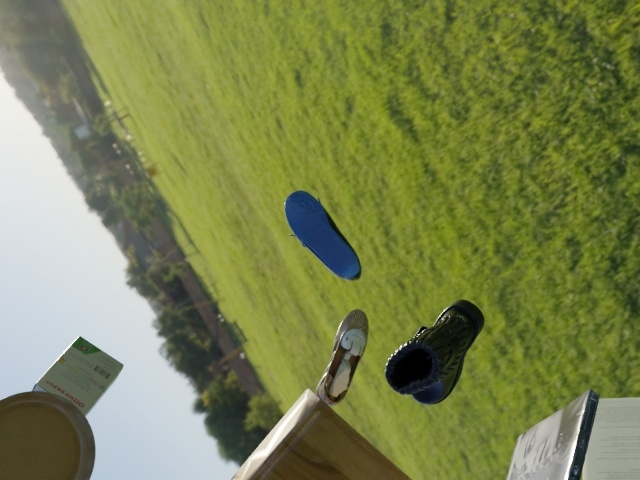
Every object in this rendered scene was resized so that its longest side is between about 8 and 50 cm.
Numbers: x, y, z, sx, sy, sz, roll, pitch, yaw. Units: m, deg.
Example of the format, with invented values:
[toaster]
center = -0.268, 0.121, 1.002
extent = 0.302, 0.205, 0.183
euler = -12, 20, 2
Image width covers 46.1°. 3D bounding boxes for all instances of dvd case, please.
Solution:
[dvd case]
center = 0.264, 0.287, 0.911
extent = 0.018, 0.165, 0.221
euler = 24, 150, 4

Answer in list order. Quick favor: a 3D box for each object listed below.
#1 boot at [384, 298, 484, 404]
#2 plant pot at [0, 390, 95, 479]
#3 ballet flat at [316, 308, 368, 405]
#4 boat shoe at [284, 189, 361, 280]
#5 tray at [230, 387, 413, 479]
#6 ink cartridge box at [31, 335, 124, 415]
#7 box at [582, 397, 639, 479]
[boot]
center = 0.248, 0.315, 1.809
extent = 0.131, 0.260, 0.348
euler = 31, 127, 21
[plant pot]
center = -0.523, 0.390, 1.347
extent = 0.032, 0.236, 0.236
euler = -15, 109, 54
[ballet flat]
center = 0.055, 0.239, 1.510
extent = 0.073, 0.206, 0.067
euler = 21, 175, -16
[boat shoe]
center = 0.000, 0.000, 1.704
extent = 0.258, 0.109, 0.089
euler = 59, -177, 28
[tray]
center = 0.064, 0.470, 1.324
extent = 0.411, 0.203, 0.076
euler = 44, 171, -17
[ink cartridge box]
center = -0.662, 0.387, 2.044
extent = 0.154, 0.093, 0.212
euler = 34, -147, -3
[box]
center = 0.533, 0.392, 1.188
extent = 0.345, 0.215, 0.168
euler = -33, -65, -67
